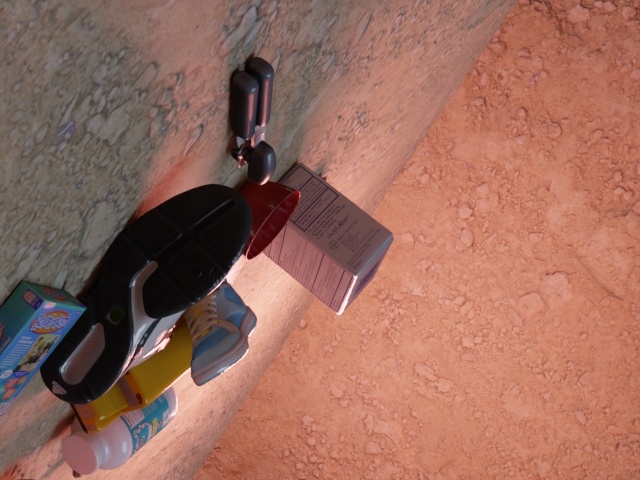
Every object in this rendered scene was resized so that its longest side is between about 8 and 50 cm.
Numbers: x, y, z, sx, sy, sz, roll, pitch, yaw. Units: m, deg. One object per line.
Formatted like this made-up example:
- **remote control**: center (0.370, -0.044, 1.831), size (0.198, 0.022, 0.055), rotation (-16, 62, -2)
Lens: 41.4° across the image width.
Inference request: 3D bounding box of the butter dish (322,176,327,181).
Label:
- **butter dish**: center (-0.005, -0.067, 2.305), size (0.160, 0.118, 0.160), rotation (-49, 170, -24)

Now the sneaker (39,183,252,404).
- **sneaker**: center (-0.282, 0.074, 1.470), size (0.447, 0.169, 0.257), rotation (-46, 180, 6)

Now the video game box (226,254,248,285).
- **video game box**: center (-0.247, 0.093, 1.943), size (0.187, 0.048, 0.205), rotation (-52, 171, 13)

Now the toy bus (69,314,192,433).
- **toy bus**: center (-0.347, 0.248, 1.675), size (0.130, 0.108, 0.332), rotation (-17, -169, 31)

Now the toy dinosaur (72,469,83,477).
- **toy dinosaur**: center (-0.477, 0.443, 1.975), size (0.268, 0.118, 0.064), rotation (-51, 134, -24)

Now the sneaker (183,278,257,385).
- **sneaker**: center (-0.233, 0.141, 1.628), size (0.127, 0.208, 0.319), rotation (-33, -170, 7)

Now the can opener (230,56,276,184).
- **can opener**: center (-0.105, -0.200, 1.438), size (0.074, 0.093, 0.280), rotation (-48, 165, -23)

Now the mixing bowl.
- **mixing bowl**: center (-0.134, -0.059, 1.766), size (0.181, 0.098, 0.181), rotation (-50, 170, -12)

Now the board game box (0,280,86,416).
- **board game box**: center (-0.444, 0.161, 1.218), size (0.210, 0.047, 0.160), rotation (-52, 170, -4)

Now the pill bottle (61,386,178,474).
- **pill bottle**: center (-0.436, 0.396, 1.831), size (0.146, 0.146, 0.264), rotation (-58, 169, 30)

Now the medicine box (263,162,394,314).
- **medicine box**: center (0.000, 0.000, 2.045), size (0.149, 0.289, 0.263), rotation (-46, 169, -23)

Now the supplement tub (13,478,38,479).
- **supplement tub**: center (-0.599, 0.617, 1.711), size (0.193, 0.193, 0.316), rotation (-46, 170, -34)
